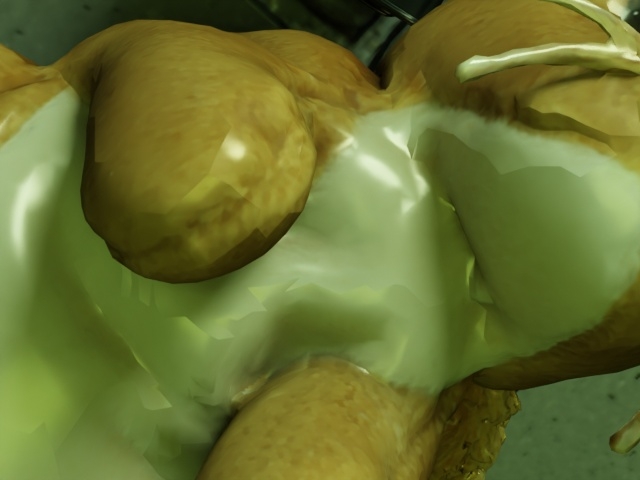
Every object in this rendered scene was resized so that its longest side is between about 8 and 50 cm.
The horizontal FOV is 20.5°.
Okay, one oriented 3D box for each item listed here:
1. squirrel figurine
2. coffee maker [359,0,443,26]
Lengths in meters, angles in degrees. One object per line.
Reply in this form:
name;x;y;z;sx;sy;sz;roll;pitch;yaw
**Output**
squirrel figurine;0.000;0.000;0.663;0.370;0.397;0.281;-24;90;4
coffee maker;0.056;-0.181;0.728;0.171;0.120;0.178;33;104;-13
